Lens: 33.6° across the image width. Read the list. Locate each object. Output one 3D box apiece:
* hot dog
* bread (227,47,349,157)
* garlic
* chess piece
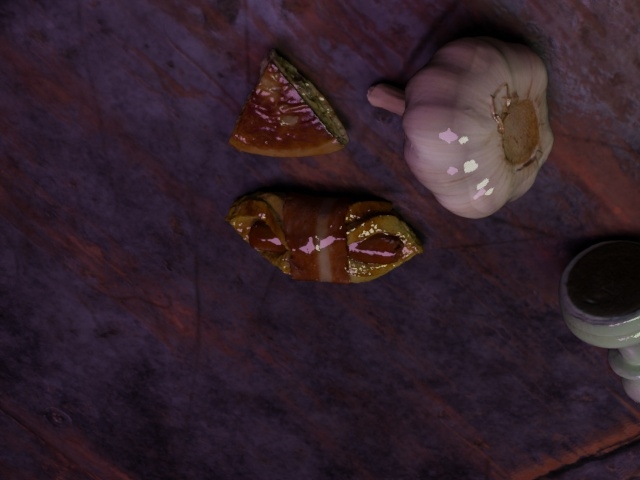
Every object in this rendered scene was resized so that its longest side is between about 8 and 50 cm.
[{"bbox_3d":[-0.002,0.001,1.361,0.261,0.093,0.123,4,130,15],"label":"hot dog"},{"bbox_3d":[-0.027,-0.147,1.273,0.136,0.054,0.154,26,137,-2],"label":"bread"},{"bbox_3d":[0.130,-0.133,1.172,0.226,0.199,0.199,16,138,42],"label":"garlic"},{"bbox_3d":[0.399,0.131,1.333,0.139,0.139,0.272,-10,136,25],"label":"chess piece"}]
